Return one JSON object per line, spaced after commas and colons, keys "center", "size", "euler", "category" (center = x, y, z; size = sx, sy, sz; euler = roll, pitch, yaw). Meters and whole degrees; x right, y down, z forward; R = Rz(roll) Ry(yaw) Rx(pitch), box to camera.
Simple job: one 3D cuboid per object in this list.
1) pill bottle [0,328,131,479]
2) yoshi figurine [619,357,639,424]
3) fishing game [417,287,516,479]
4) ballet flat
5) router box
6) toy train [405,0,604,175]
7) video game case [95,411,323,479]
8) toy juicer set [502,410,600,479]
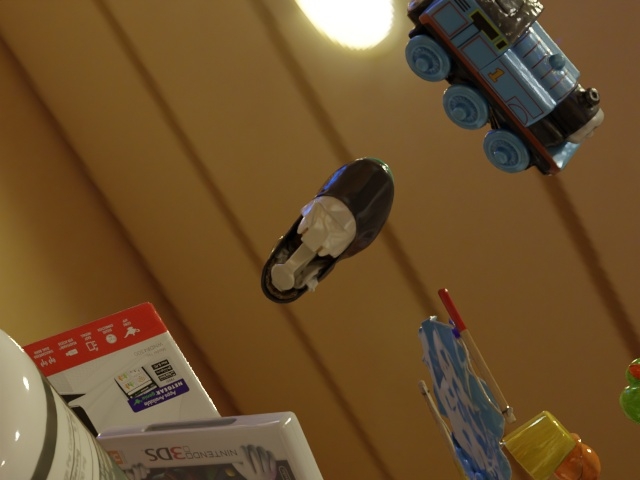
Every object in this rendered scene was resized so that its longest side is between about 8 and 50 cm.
{"center": [-0.192, 0.138, 0.768], "size": [0.161, 0.161, 0.283], "euler": [21, -26, 35], "category": "pill bottle"}
{"center": [0.519, 0.184, 1.667], "size": [0.362, 0.203, 0.203], "euler": [-4, -70, 47], "category": "yoshi figurine"}
{"center": [0.142, 0.155, 1.369], "size": [0.264, 0.041, 0.189], "euler": [90, -23, -62], "category": "fishing game"}
{"center": [0.000, 0.000, 1.366], "size": [0.074, 0.074, 0.203], "euler": [46, -41, 2], "category": "ballet flat"}
{"center": [-0.253, 0.248, 1.525], "size": [0.301, 0.335, 0.082], "euler": [55, -35, 23], "category": "router box"}
{"center": [0.147, -0.133, 1.173], "size": [0.184, 0.080, 0.105], "euler": [49, -38, -7], "category": "toy train"}
{"center": [-0.053, 0.207, 1.007], "size": [0.173, 0.022, 0.190], "euler": [-10, -70, 38], "category": "video game case"}
{"center": [0.341, 0.345, 1.676], "size": [0.329, 0.089, 0.209], "euler": [49, 7, 25], "category": "toy juicer set"}
